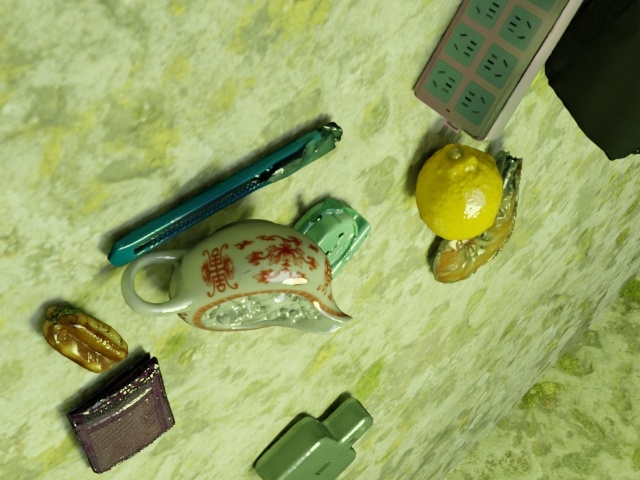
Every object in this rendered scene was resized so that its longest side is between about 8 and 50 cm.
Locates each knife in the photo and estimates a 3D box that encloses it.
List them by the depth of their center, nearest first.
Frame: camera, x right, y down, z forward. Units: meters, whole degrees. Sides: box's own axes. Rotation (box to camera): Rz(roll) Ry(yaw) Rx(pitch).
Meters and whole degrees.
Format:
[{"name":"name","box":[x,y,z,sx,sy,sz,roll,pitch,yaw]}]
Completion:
[{"name":"knife","box":[-0.080,-0.049,0.876,0.296,0.026,0.044,-34,163,-31]}]

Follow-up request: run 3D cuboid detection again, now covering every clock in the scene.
[{"name":"clock","box":[0.000,0.000,1.056,0.101,0.041,0.135,-52,155,7]}]

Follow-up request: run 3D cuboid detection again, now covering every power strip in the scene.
[{"name":"power strip","box":[0.205,-0.238,0.971,0.037,0.109,0.279,-7,132,-54]},{"name":"power strip","box":[0.005,0.351,1.544,0.193,0.059,0.265,-43,155,-2]}]

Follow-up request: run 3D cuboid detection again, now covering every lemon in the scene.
[{"name":"lemon","box":[0.180,-0.065,1.175,0.114,0.114,0.155,-39,150,-20]}]

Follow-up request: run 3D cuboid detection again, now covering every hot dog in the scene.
[{"name":"hot dog","box":[-0.219,0.090,0.841,0.049,0.037,0.122,-34,148,-4]}]

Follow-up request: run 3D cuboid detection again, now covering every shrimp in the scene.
[{"name":"shrimp","box":[0.241,-0.026,1.394,0.164,0.062,0.317,-35,155,-21]}]

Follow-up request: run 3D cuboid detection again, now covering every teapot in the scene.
[{"name":"teapot","box":[-0.080,0.041,0.895,0.245,0.116,0.159,-2,168,-29]}]

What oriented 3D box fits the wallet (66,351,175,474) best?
[{"name":"wallet","box":[-0.216,0.197,0.999,0.111,0.030,0.166,-38,154,-24]}]

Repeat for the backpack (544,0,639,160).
[{"name":"backpack","box":[0.529,-0.308,1.207,0.446,0.255,0.363,-42,175,-20]}]
